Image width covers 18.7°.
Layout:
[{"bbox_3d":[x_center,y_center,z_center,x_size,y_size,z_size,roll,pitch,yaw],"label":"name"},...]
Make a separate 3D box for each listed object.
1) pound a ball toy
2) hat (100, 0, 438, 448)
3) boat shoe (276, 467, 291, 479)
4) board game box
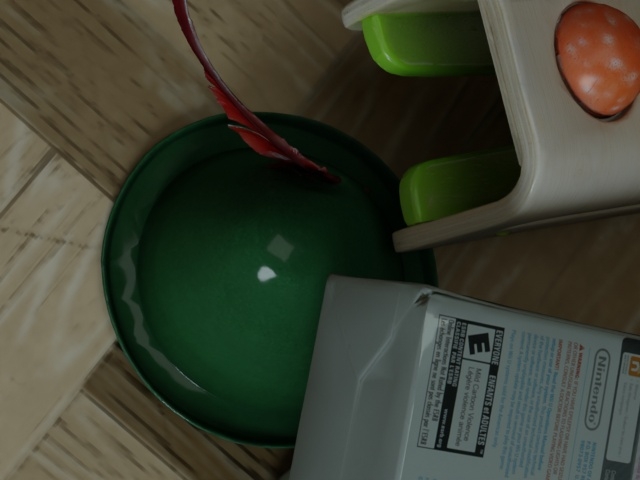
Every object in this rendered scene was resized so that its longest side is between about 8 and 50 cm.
[{"bbox_3d":[0.129,-0.116,0.961,0.319,0.136,0.208,-7,82,-43],"label":"pound a ball toy"},{"bbox_3d":[0.000,0.000,0.896,0.208,0.183,0.173,7,76,-23],"label":"hat"},{"bbox_3d":[0.086,0.138,0.967,0.228,0.076,0.080,7,77,-23],"label":"boat shoe"},{"bbox_3d":[0.131,0.153,0.895,0.303,0.097,0.224,13,86,-29],"label":"board game box"}]
